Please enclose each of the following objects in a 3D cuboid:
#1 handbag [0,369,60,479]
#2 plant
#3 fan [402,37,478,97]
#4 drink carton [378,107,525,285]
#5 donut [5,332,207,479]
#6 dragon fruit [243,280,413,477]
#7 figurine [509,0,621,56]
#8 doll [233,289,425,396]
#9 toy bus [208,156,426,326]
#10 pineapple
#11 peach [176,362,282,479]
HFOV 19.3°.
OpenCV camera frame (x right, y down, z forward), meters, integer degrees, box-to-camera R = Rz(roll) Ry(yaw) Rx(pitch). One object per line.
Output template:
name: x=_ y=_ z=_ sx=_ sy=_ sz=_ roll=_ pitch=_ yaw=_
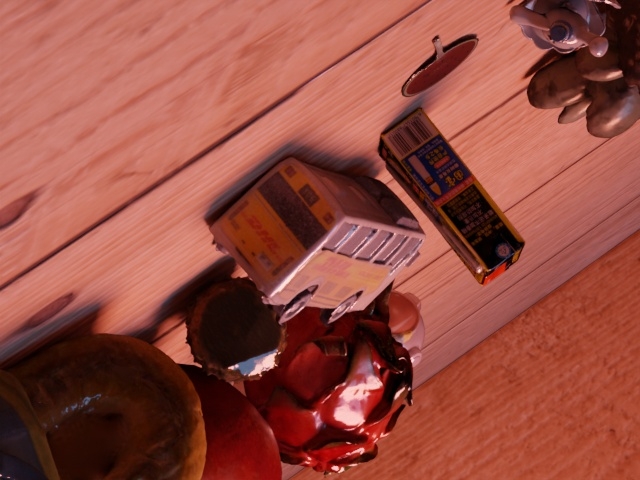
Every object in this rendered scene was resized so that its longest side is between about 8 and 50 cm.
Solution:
handbag: x=-0.312 y=0.229 z=1.317 sx=0.222 sy=0.263 sz=0.241 roll=-14 pitch=-177 yaw=26
plant: x=0.321 y=-0.185 z=1.873 sx=0.146 sy=0.149 sz=0.274 roll=18 pitch=160 yaw=-24
fan: x=0.105 y=-0.159 z=1.657 sx=0.085 sy=0.005 sz=0.133 roll=-35 pitch=169 yaw=-2
drink carton: x=0.123 y=-0.039 z=1.781 sx=0.056 sy=0.166 sz=0.071 roll=-35 pitch=168 yaw=-5
donut: x=-0.214 y=0.198 z=1.632 sx=0.261 sy=0.208 sz=0.128 roll=-35 pitch=169 yaw=-33
dragon fruit: x=0.007 y=0.136 z=2.084 sx=0.193 sy=0.274 sz=0.192 roll=4 pitch=-165 yaw=-1
figurine: x=0.213 y=-0.198 z=1.652 sx=0.086 sy=0.094 sz=0.082 roll=-94 pitch=-168 yaw=-71
doll: x=0.022 y=0.158 z=2.352 sx=0.287 sy=0.151 sz=0.151 roll=-34 pitch=169 yaw=-30
toy bus: x=0.000 y=0.000 z=1.768 sx=0.138 sy=0.097 sz=0.342 roll=-46 pitch=166 yaw=10
pineapple: x=-0.086 y=0.086 z=1.874 sx=0.108 sy=0.108 sz=0.197 roll=-36 pitch=-178 yaw=-4
peach: x=-0.203 y=0.244 z=1.832 sx=0.361 sy=0.201 sz=0.257 roll=-31 pitch=-151 yaw=-34
